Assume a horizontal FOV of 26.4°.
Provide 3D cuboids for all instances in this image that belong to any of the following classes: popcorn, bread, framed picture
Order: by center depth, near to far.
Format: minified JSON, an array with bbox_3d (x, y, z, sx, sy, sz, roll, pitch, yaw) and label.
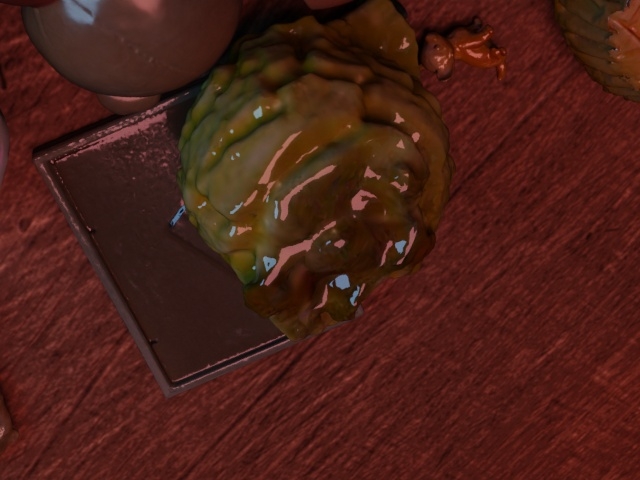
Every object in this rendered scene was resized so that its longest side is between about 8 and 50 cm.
[{"bbox_3d":[0.002,-0.055,1.234,0.293,0.237,0.293,-16,129,-21],"label":"popcorn"},{"bbox_3d":[0.344,-0.230,1.299,0.239,0.139,0.240,-8,128,-10],"label":"bread"},{"bbox_3d":[-0.115,-0.003,1.386,0.240,0.020,0.324,-24,121,2],"label":"framed picture"}]

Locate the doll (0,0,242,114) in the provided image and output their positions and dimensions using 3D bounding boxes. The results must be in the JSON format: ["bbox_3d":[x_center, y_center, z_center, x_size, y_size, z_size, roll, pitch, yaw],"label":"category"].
[{"bbox_3d":[-0.208,-0.242,1.119,0.330,0.174,0.235,29,121,-32],"label":"doll"}]

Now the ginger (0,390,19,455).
[{"bbox_3d":[-0.381,0.131,1.401,0.089,0.075,0.288,-13,130,0],"label":"ginger"}]

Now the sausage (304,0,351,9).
[{"bbox_3d":[0.101,-0.309,1.192,0.304,0.121,0.121,-24,126,3],"label":"sausage"}]

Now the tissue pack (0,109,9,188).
[{"bbox_3d":[-0.445,-0.086,1.117,0.333,0.236,0.229,16,99,-39],"label":"tissue pack"}]

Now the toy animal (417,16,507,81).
[{"bbox_3d":[0.135,-0.177,1.332,0.083,0.060,0.081,-32,125,-2],"label":"toy animal"}]
